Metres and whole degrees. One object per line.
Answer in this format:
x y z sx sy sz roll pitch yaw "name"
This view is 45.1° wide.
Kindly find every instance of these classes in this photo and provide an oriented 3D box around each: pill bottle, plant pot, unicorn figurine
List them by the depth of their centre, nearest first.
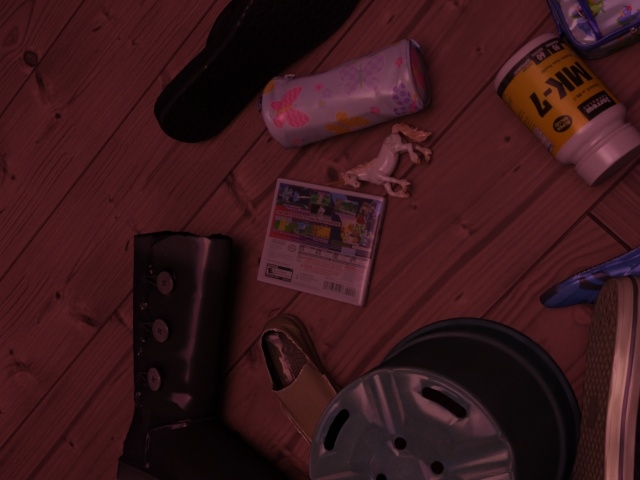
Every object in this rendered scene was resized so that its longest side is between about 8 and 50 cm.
0.164 0.283 1.043 0.341 0.334 0.341 -1 87 23 "plant pot"
0.357 -0.185 1.106 0.119 0.119 0.208 -42 73 16 "pill bottle"
0.105 -0.119 1.249 0.111 0.060 0.162 33 83 22 "unicorn figurine"

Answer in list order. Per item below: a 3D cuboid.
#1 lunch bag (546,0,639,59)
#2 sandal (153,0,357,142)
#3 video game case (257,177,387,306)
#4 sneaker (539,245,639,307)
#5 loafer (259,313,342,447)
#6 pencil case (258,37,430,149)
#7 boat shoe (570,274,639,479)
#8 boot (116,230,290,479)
0.409 -0.385 1.114 0.176 0.090 0.219 -24 77 24 "lunch bag"
-0.121 -0.350 1.306 0.446 0.167 0.107 -38 56 16 "sandal"
0.000 0.000 1.300 0.201 0.023 0.183 13 92 24 "video game case"
0.418 0.065 1.091 0.209 0.069 0.082 -26 81 20 "sneaker"
-0.029 0.245 1.258 0.102 0.092 0.268 -38 73 17 "loafer"
0.040 -0.235 1.249 0.273 0.113 0.124 -11 63 23 "pencil case"
0.414 0.297 0.986 0.156 0.187 0.500 9 83 3 "boat shoe"
-0.183 0.208 1.291 0.367 0.146 0.445 4 86 31 "boot"
